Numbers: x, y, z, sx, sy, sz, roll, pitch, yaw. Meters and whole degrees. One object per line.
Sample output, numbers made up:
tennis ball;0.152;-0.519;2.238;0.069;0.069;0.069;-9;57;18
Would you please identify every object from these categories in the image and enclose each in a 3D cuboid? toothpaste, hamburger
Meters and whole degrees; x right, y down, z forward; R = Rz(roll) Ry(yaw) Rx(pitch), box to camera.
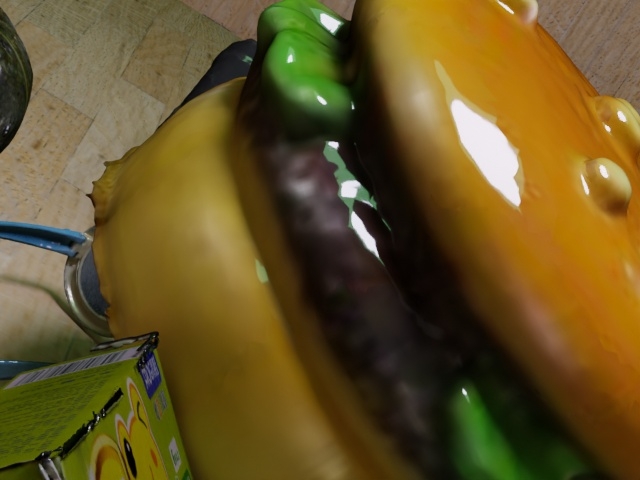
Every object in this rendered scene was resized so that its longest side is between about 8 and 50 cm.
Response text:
toothpaste;-0.105;0.118;0.711;0.327;0.077;0.110;-87;163;-86
hamburger;0.077;0.025;0.989;0.396;0.277;0.396;50;20;-26

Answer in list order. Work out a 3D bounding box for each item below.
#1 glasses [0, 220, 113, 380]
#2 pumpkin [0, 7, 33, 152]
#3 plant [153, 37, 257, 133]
glasses;-0.176;0.059;1.075;0.220;0.088;0.189;-7;39;-40
pumpkin;-0.311;-0.141;1.216;0.223;0.157;0.224;39;18;-15
plant;-0.069;-0.094;1.636;0.142;0.164;0.256;31;28;8
